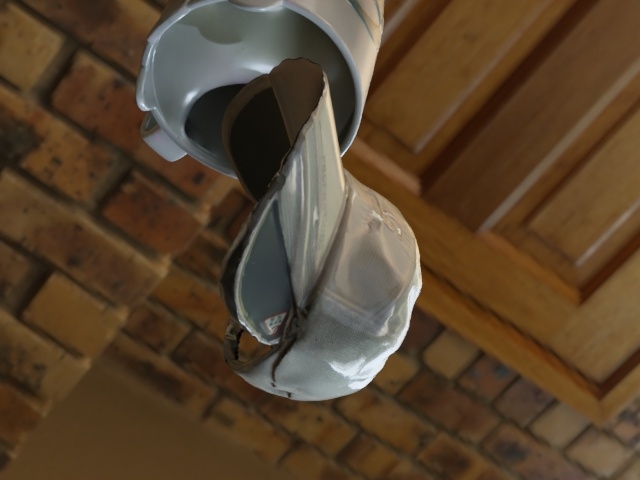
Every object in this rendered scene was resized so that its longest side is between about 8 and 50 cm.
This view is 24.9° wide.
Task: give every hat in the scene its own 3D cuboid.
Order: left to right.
[{"bbox_3d":[-0.003,-0.007,1.117,0.161,0.275,0.232,-5,-147,-4],"label":"hat"}]

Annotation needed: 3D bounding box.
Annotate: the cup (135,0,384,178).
[{"bbox_3d":[-0.071,-0.192,1.484,0.219,0.290,0.257,42,-144,-20],"label":"cup"}]
